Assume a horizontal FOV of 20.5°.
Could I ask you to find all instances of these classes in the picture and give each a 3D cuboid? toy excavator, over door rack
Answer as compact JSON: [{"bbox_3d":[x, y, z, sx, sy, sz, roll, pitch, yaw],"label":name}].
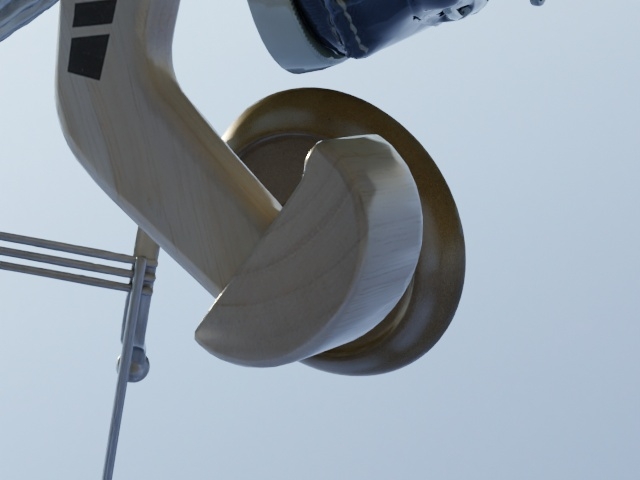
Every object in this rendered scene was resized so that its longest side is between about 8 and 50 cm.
[{"bbox_3d":[-0.121,-0.192,0.964,0.433,0.445,0.222,16,-167,23],"label":"toy excavator"},{"bbox_3d":[-0.232,0.110,1.073,0.240,0.324,0.108,10,-171,-3],"label":"over door rack"}]

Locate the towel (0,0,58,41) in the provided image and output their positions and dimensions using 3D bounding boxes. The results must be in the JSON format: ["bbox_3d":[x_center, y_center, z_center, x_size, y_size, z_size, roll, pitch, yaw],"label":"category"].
[{"bbox_3d":[-0.243,-0.151,0.706,0.285,0.034,0.209,28,-152,1],"label":"towel"}]

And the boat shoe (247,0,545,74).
[{"bbox_3d":[0.046,-0.128,0.661,0.079,0.095,0.254,-8,-167,22],"label":"boat shoe"}]

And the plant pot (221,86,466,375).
[{"bbox_3d":[0.000,0.000,1.363,0.236,0.236,0.032,15,-155,28],"label":"plant pot"}]
